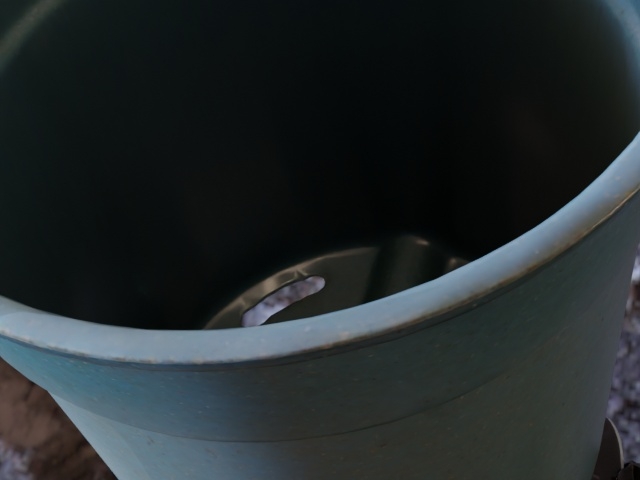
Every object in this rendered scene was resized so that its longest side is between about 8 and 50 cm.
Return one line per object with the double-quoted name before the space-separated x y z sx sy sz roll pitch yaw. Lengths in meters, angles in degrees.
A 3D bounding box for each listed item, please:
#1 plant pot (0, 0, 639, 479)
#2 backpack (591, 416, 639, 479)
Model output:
"plant pot" 0.000 0.000 0.641 0.341 0.341 0.334 7 144 15
"backpack" 0.096 0.241 0.863 0.191 0.225 0.253 0 148 -2
